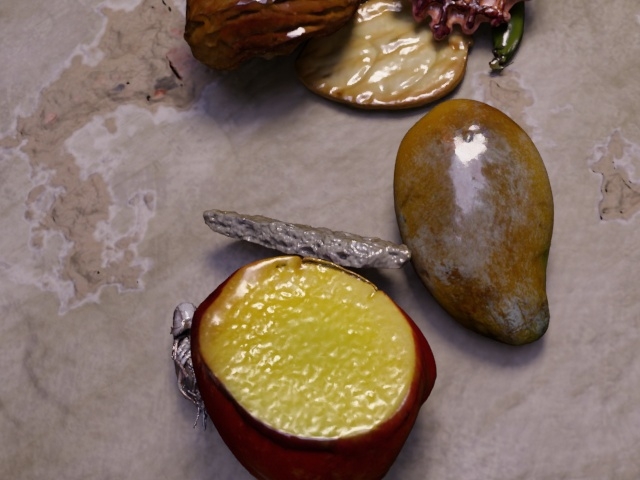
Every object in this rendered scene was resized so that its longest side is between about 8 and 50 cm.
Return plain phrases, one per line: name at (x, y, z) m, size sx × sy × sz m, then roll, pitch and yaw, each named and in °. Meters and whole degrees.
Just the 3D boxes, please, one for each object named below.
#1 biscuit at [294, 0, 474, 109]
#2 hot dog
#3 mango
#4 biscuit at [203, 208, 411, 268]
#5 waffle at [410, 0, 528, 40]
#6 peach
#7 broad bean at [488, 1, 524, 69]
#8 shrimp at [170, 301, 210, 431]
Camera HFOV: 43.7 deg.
biscuit at (0.090, -0.272, 1.153) m, size 0.260 × 0.041 × 0.203 m, roll -12°, pitch 71°, yaw 5°
hot dog at (-0.079, -0.396, 1.143) m, size 0.267 × 0.174 × 0.387 m, roll -10°, pitch 55°, yaw 13°
mango at (0.195, -0.022, 0.988) m, size 0.192 × 0.146 × 0.316 m, roll -14°, pitch 82°, yaw 4°
biscuit at (0.000, 0.002, 1.006) m, size 0.289 × 0.141 × 0.038 m, roll 12°, pitch 95°, yaw 33°
waffle at (0.194, -0.398, 1.095) m, size 0.221 × 0.055 × 0.234 m, roll -31°, pitch 90°, yaw 15°
peach at (-0.024, 0.157, 0.895) m, size 0.274 × 0.248 × 0.245 m, roll 35°, pitch 121°, yaw 13°
broad bean at (0.261, -0.362, 1.155) m, size 0.065 × 0.046 × 0.254 m, roll -11°, pitch 68°, yaw 18°
shrimp at (-0.158, 0.158, 1.007) m, size 0.056 × 0.065 × 0.165 m, roll -11°, pitch 65°, yaw -21°
